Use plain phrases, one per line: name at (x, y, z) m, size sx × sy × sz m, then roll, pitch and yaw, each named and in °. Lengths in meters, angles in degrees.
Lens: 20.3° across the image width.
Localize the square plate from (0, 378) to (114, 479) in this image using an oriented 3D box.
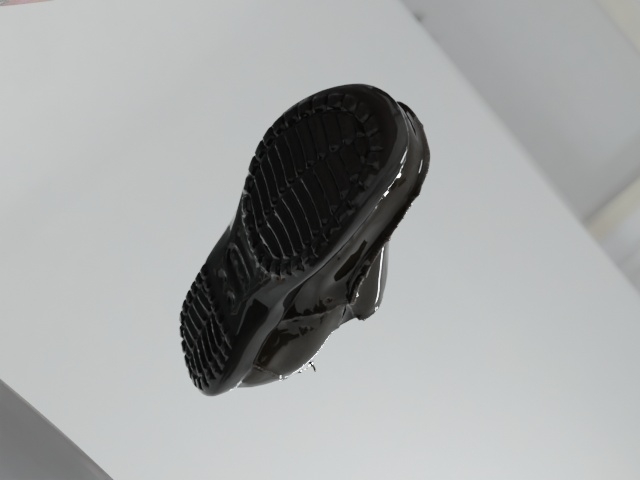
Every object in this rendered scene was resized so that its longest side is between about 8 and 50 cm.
square plate at (-0.292, 0.148, 0.868) m, size 0.049 × 0.347 × 0.344 m, roll -19°, pitch 143°, yaw -58°

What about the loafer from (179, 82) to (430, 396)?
loafer at (0.000, 0.000, 0.895) m, size 0.078 × 0.080 × 0.220 m, roll 0°, pitch 147°, yaw -31°

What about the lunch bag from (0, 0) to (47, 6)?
lunch bag at (-0.044, -0.165, 0.642) m, size 0.258 × 0.120 × 0.293 m, roll -11°, pitch -171°, yaw 27°
